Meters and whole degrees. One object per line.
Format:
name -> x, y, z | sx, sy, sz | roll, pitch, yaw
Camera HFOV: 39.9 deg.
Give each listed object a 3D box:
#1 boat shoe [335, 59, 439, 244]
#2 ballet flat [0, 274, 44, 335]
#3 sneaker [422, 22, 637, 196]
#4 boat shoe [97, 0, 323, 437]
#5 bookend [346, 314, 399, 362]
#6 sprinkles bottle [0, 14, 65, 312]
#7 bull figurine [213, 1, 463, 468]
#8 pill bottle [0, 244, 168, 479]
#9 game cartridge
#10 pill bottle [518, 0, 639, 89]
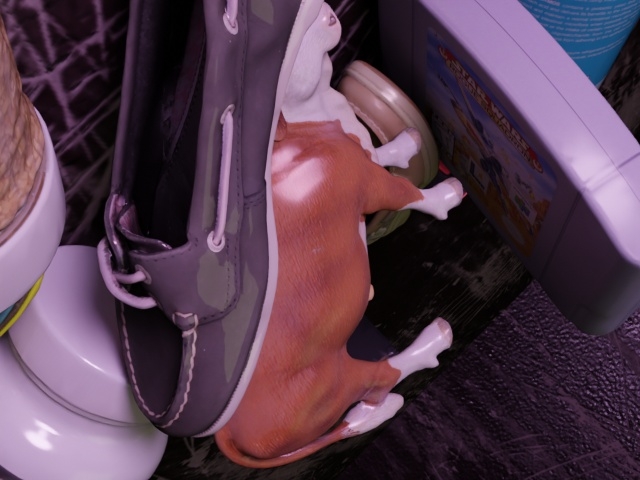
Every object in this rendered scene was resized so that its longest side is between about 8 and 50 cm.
boat shoe -> 0.034, -0.052, 0.778 | 0.089, 0.104, 0.285 | -42, 162, -14
ballet flat -> -0.242, 0.060, 0.515 | 0.231, 0.077, 0.077 | -43, -177, 6
sneaker -> 0.196, -0.166, 0.909 | 0.314, 0.116, 0.136 | -46, 173, 26
boat shoe -> -0.074, -0.052, 0.451 | 0.095, 0.112, 0.335 | 0, 109, -42
bookend -> -0.001, 0.117, 0.988 | 0.072, 0.157, 0.156 | -36, 159, -21
sprinkles bottle -> -0.162, -0.093, 0.254 | 0.121, 0.121, 0.355 | -36, 159, -23
bull figurine -> 0.000, 0.000, 0.593 | 0.188, 0.101, 0.310 | -2, 106, -32
pill bottle -> -0.205, 0.147, 0.616 | 0.278, 0.162, 0.162 | -51, 160, 21
game cartridge -> 0.135, -0.078, 0.633 | 0.062, 0.297, 0.198 | -34, 160, -3
pill bottle -> 0.186, -0.219, 0.670 | 0.146, 0.146, 0.264 | -37, 161, -21
